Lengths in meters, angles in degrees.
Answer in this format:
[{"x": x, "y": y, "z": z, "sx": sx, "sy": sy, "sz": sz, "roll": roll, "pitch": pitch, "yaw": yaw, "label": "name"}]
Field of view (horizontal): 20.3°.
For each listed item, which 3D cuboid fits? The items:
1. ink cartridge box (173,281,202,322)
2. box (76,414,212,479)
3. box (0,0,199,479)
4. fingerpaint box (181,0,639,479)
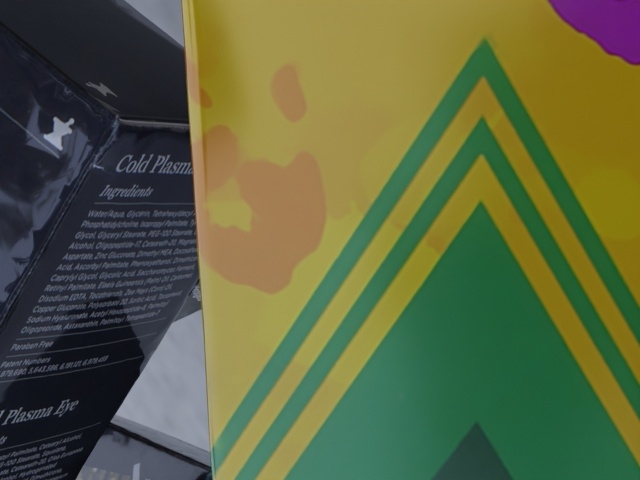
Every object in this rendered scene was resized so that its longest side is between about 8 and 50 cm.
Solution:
[{"x": -0.120, "y": -0.008, "z": 1.259, "sx": 0.069, "sy": 0.371, "sz": 0.176, "roll": 63, "pitch": 180, "yaw": 30, "label": "ink cartridge box"}, {"x": -0.100, "y": 0.203, "z": 1.151, "sx": 0.165, "sy": 0.143, "sz": 0.270, "roll": 25, "pitch": 173, "yaw": -35, "label": "box"}, {"x": -0.251, "y": -0.029, "z": 0.956, "sx": 0.343, "sy": 0.312, "sz": 0.179, "roll": 39, "pitch": -162, "yaw": 19, "label": "box"}, {"x": 0.090, "y": -0.016, "z": 0.665, "sx": 0.445, "sy": 0.163, "sz": 0.371, "roll": -64, "pitch": -24, "yaw": -57, "label": "fingerpaint box"}]
